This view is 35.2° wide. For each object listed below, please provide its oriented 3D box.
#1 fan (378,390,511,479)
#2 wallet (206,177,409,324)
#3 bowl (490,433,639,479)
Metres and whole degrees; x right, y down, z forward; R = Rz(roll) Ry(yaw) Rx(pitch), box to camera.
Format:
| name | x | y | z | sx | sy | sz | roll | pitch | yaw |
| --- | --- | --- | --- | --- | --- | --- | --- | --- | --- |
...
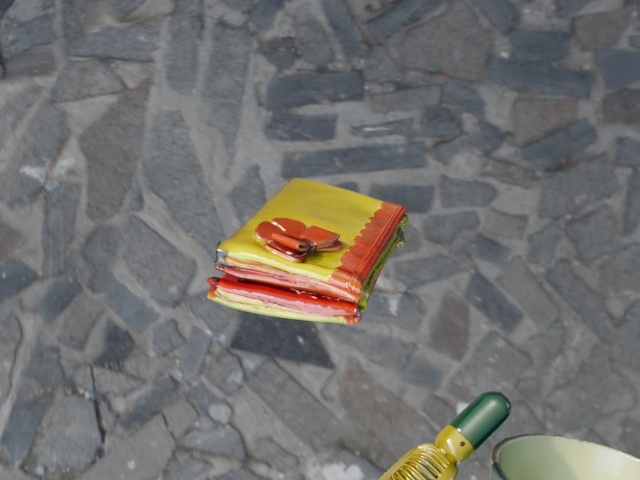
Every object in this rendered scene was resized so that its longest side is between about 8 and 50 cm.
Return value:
| name | x | y | z | sx | sy | sz | roll | pitch | yaw |
| --- | --- | --- | --- | --- | --- | --- | --- | --- | --- |
| fan | 0.104 | 0.186 | 0.875 | 0.155 | 0.082 | 0.039 | -42 | 84 | -11 |
| wallet | 0.000 | 0.000 | 0.945 | 0.141 | 0.241 | 0.067 | 12 | 112 | 10 |
| bowl | 0.249 | 0.276 | 0.941 | 0.211 | 0.211 | 0.112 | 8 | 102 | -20 |
